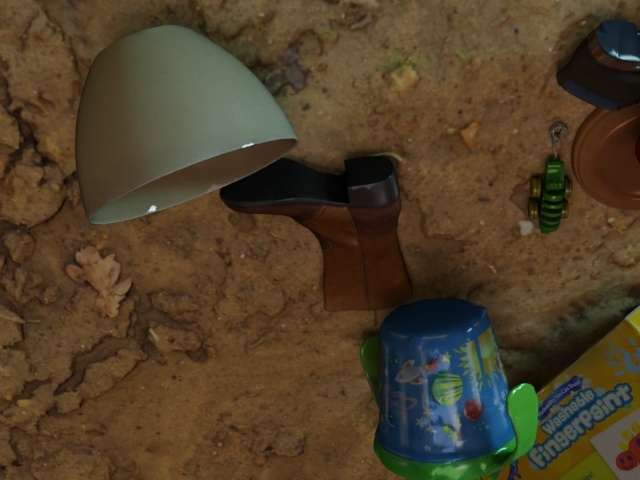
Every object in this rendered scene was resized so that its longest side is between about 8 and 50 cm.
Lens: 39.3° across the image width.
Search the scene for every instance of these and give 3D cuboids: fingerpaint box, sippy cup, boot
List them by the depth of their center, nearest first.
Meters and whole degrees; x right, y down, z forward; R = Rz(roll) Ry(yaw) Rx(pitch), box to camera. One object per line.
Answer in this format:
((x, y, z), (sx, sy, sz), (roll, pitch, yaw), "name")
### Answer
((0.416, -0.216, 1.161), (0.219, 0.082, 0.106), (13, 155, -19), "boot")
((0.000, 0.000, 1.365), (0.264, 0.096, 0.280), (-9, 135, 2), "boot")
((0.187, 0.215, 1.379), (0.306, 0.240, 0.223), (-3, 108, 20), "sippy cup")
((0.488, 0.371, 1.433), (0.371, 0.163, 0.444), (50, 126, 18), "fingerpaint box")

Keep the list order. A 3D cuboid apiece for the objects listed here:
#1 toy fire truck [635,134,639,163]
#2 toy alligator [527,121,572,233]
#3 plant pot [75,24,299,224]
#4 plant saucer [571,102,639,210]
((0.541, -0.148, 1.073), (0.302, 0.169, 0.253), (-8, 133, -11), "toy fire truck")
((0.331, -0.074, 1.277), (0.056, 0.051, 0.189), (0, 129, 4), "toy alligator")
((-0.193, -0.160, 1.145), (0.284, 0.284, 0.190), (-22, 88, 21), "plant pot")
((0.452, -0.117, 1.242), (0.200, 0.037, 0.199), (3, 129, 3), "plant saucer")
